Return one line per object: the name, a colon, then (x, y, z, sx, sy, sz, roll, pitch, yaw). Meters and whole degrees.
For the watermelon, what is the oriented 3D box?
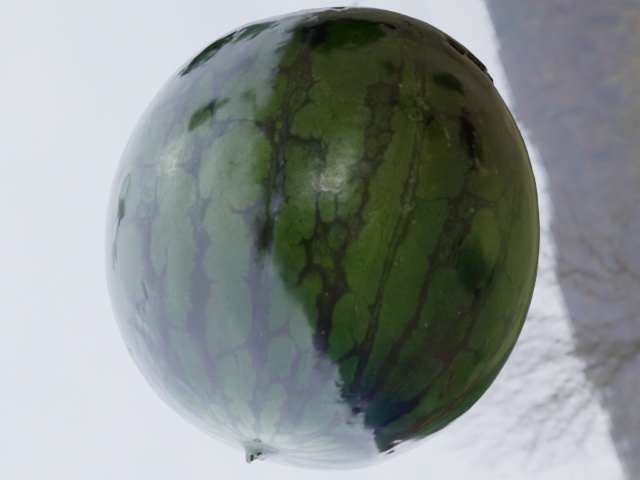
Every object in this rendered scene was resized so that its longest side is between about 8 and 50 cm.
watermelon: (0.000, 0.000, 1.243, 0.363, 0.363, 0.363, -20, -90, -76)
